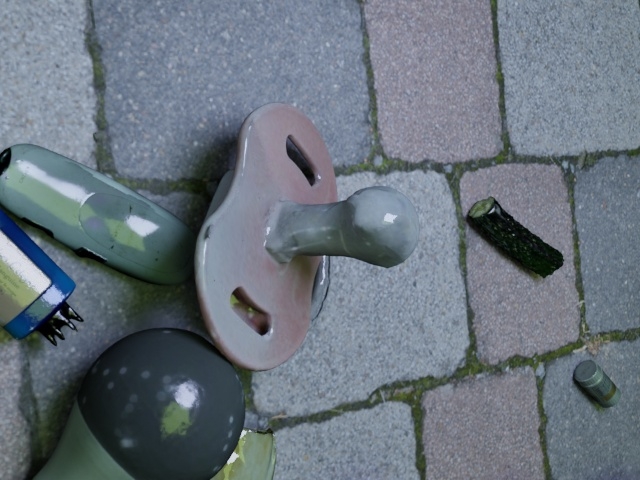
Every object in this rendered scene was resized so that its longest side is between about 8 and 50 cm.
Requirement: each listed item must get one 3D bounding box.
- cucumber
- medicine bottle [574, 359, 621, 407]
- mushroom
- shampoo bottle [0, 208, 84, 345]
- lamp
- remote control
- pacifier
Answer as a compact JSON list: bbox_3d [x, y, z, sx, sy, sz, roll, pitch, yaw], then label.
[{"bbox_3d":[0.316,-0.003,1.157,0.187,0.058,0.058,33,72,-25],"label":"cucumber"},{"bbox_3d":[0.485,0.252,1.256,0.083,0.047,0.047,45,68,-22],"label":"medicine bottle"},{"bbox_3d":[-0.125,0.379,0.867,0.100,0.081,0.312,23,75,-35],"label":"mushroom"},{"bbox_3d":[-0.334,0.038,0.768,0.183,0.050,0.087,51,62,-20],"label":"shampoo bottle"},{"bbox_3d":[-0.209,0.243,0.789,0.182,0.182,0.314,31,94,-27],"label":"lamp"},{"bbox_3d":[-0.251,-0.025,0.823,0.256,0.045,0.097,28,74,-25],"label":"remote control"},{"bbox_3d":[-0.033,-0.008,0.846,0.220,0.273,0.332,26,60,-17],"label":"pacifier"}]
